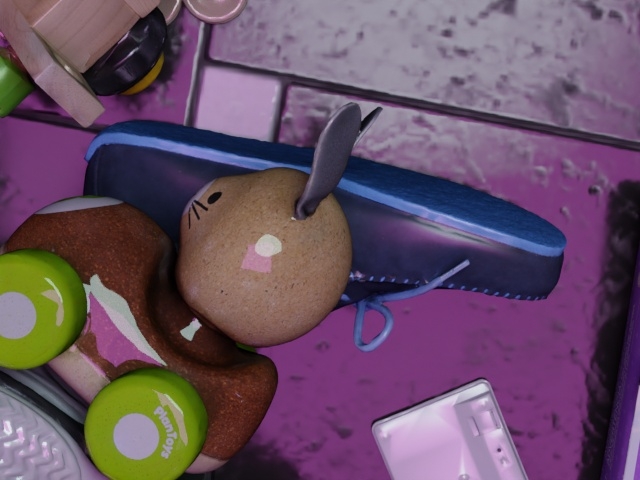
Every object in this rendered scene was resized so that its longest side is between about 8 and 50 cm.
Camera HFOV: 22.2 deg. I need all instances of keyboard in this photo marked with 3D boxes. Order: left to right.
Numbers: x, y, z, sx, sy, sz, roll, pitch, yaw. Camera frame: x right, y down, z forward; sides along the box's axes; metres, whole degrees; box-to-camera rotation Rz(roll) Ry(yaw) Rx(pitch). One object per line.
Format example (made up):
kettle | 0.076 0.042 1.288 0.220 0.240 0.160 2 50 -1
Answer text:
keyboard | 0.109 0.208 0.931 0.072 0.014 0.256 -22 95 6

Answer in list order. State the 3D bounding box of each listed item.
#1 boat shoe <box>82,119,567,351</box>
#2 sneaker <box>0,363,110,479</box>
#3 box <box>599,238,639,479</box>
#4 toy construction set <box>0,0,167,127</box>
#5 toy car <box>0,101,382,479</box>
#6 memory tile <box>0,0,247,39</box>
boat shoe | 0.000 0.000 0.875 0.258 0.109 0.089 14 102 14
sneaker | -0.125 0.138 0.861 0.137 0.210 0.366 -43 129 3
box | 0.310 0.087 0.887 0.293 0.057 0.201 7 104 -2
toy construction set | -0.142 -0.204 0.785 0.237 0.257 0.309 -45 68 10
toy car | -0.046 0.001 0.760 0.149 0.155 0.188 44 100 1
memory tile | -0.115 -0.168 0.889 0.148 0.012 0.113 -6 96 -1
